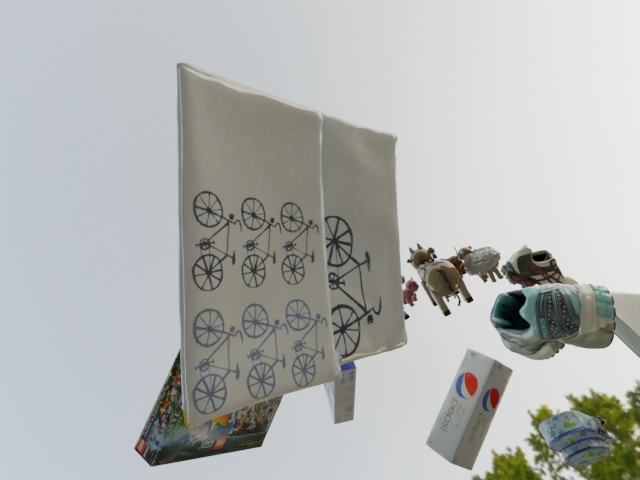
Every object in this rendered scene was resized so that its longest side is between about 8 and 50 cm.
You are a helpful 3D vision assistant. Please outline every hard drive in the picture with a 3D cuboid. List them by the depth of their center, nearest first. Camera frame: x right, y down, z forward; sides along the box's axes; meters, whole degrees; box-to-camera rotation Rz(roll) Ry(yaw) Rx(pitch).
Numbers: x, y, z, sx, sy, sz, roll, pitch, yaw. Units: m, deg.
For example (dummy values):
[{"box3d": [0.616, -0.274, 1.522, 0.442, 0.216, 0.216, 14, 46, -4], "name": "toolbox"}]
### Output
[{"box3d": [0.946, 0.238, 1.174, 0.353, 0.233, 0.047, 6, -55, -24], "name": "hard drive"}]

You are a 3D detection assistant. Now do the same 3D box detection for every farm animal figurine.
[{"box3d": [0.290, 0.106, 1.167, 0.330, 0.327, 0.172, -33, -84, -15], "name": "farm animal figurine"}]

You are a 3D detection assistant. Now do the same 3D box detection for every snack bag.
[{"box3d": [0.000, 0.000, 0.471, 0.343, 0.037, 0.322, 3, -98, -44], "name": "snack bag"}]

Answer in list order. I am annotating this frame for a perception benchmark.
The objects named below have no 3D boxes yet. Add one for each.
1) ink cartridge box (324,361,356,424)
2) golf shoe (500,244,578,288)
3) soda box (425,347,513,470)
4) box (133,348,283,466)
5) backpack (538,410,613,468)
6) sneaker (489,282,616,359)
[{"box3d": [0.036, 0.274, 0.827, 0.046, 0.097, 0.207, -10, -47, -8], "name": "ink cartridge box"}, {"box3d": [0.688, 0.099, 1.243, 0.273, 0.105, 0.120, 14, -63, -16], "name": "golf shoe"}, {"box3d": [0.301, 0.336, 0.831, 0.069, 0.074, 0.216, 31, -99, -27], "name": "soda box"}, {"box3d": [-0.141, 0.240, 0.626, 0.044, 0.233, 0.159, 21, -97, 34], "name": "box"}, {"box3d": [0.512, 0.397, 0.826, 0.114, 0.084, 0.105, 29, -60, -21], "name": "backpack"}, {"box3d": [0.325, 0.118, 0.651, 0.122, 0.283, 0.110, 9, -111, 8], "name": "sneaker"}]
